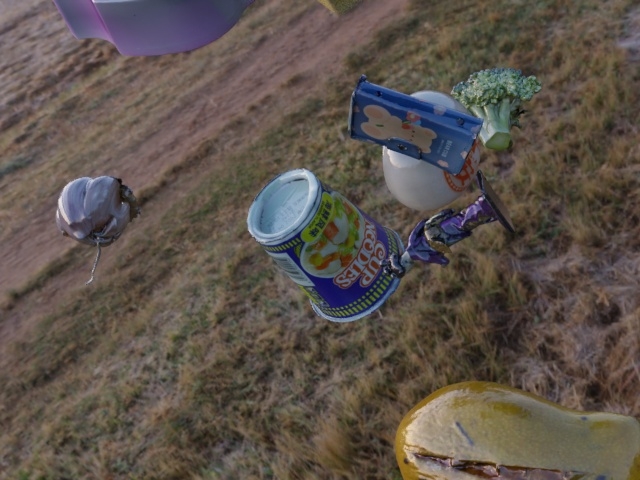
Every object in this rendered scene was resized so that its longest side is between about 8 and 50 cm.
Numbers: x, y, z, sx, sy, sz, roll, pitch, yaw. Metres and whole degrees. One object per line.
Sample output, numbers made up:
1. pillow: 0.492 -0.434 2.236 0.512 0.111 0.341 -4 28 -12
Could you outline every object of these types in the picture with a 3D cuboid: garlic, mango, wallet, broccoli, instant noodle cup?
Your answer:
1. garlic: -0.532 -0.033 1.580 0.207 0.256 0.207 -10 9 1
2. mango: 0.219 0.255 0.746 0.295 0.120 0.177 -6 76 39
3. wallet: 0.144 -0.181 1.016 0.202 0.141 0.059 21 70 8
4. broccoli: 0.477 -0.332 1.739 0.263 0.247 0.243 -16 42 19
5. instant noodle cup: 0.000 0.000 1.479 0.284 0.312 0.284 -23 46 26

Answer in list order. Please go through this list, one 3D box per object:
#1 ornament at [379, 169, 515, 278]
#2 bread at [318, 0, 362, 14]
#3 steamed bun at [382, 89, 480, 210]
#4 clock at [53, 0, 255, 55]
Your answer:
1. ornament: 0.182 0.000 0.938 0.203 0.081 0.088 -41 13 21
2. bread: -0.030 -0.638 1.417 0.114 0.185 0.274 -43 60 7
3. steamed bun: 0.225 -0.168 1.226 0.145 0.231 0.232 11 46 32
4. clock: -0.243 -0.431 0.975 0.339 0.102 0.338 -6 58 9
